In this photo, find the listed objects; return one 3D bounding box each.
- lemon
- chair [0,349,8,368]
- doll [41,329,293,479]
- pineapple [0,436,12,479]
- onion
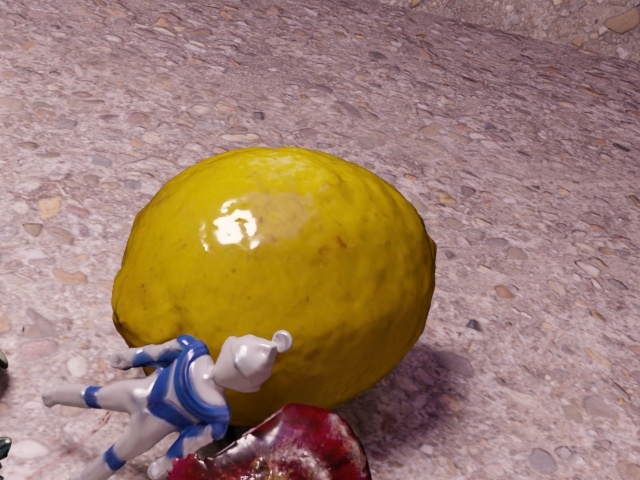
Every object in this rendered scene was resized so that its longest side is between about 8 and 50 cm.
[{"bbox_3d":[-0.036,0.039,0.988,0.316,0.285,0.285,-31,43,-10],"label":"lemon"},{"bbox_3d":[-0.411,0.063,0.871,0.203,0.190,0.275,33,40,27],"label":"chair"},{"bbox_3d":[-0.118,0.131,0.842,0.057,0.227,0.114,17,52,-66],"label":"doll"},{"bbox_3d":[-0.341,0.176,0.754,0.221,0.103,0.083,-3,32,-30],"label":"pineapple"},{"bbox_3d":[-0.036,0.216,0.827,0.173,0.198,0.135,-28,77,-2],"label":"onion"}]
